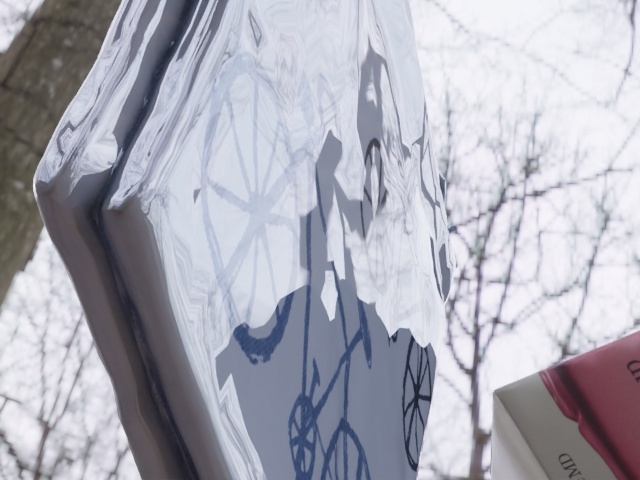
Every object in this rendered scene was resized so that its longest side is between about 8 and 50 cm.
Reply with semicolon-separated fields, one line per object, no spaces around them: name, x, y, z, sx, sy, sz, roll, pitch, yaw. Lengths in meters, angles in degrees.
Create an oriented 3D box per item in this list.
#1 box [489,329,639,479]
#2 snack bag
box;0.251;0.147;0.995;0.232;0.149;0.127;-21;-38;-11
snack bag;0.000;0.000;0.547;0.037;0.342;0.323;-2;-49;15
